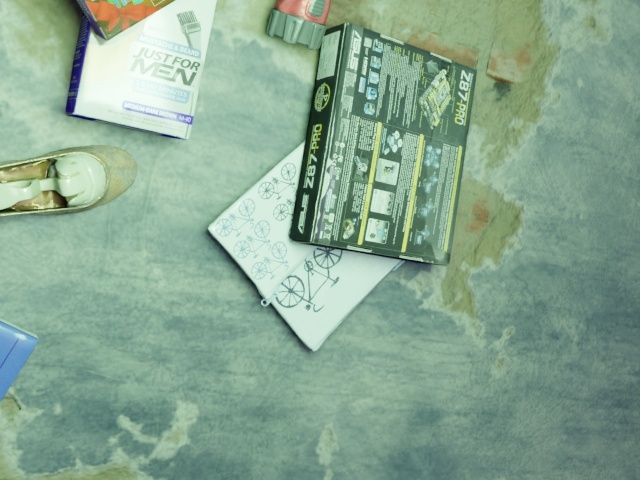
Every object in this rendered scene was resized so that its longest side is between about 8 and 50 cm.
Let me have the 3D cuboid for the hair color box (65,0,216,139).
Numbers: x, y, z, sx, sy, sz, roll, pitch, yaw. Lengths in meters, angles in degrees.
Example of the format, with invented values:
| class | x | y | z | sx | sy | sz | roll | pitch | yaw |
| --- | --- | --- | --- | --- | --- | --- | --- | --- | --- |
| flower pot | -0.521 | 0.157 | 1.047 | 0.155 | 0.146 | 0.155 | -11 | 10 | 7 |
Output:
| class | x | y | z | sx | sy | sz | roll | pitch | yaw |
| --- | --- | --- | --- | --- | --- | --- | --- | --- | --- |
| hair color box | -0.274 | -0.344 | 1.167 | 0.185 | 0.110 | 0.338 | 9 | 94 | -27 |

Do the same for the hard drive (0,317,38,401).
| class | x | y | z | sx | sy | sz | roll | pitch | yaw |
| --- | --- | --- | --- | --- | --- | --- | --- | --- | --- |
| hard drive | -0.631 | 0.170 | 1.120 | 0.319 | 0.040 | 0.210 | 33 | 84 | -28 |

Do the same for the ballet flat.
| class | x | y | z | sx | sy | sz | roll | pitch | yaw |
| --- | --- | --- | --- | --- | --- | --- | --- | --- | --- |
| ballet flat | -0.429 | -0.080 | 1.137 | 0.316 | 0.106 | 0.107 | -15 | 106 | -24 |

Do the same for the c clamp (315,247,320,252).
| class | x | y | z | sx | sy | sz | roll | pitch | yaw |
| --- | --- | --- | --- | --- | --- | --- | --- | --- | --- |
| c clamp | 0.022 | 0.047 | 1.444 | 0.137 | 0.022 | 0.160 | -36 | 112 | -22 |

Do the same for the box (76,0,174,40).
| class | x | y | z | sx | sy | sz | roll | pitch | yaw |
| --- | --- | --- | --- | --- | --- | --- | --- | --- | --- |
| box | -0.236 | -0.446 | 1.043 | 0.293 | 0.057 | 0.200 | -37 | 130 | -15 |

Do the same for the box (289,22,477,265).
| class | x | y | z | sx | sy | sz | roll | pitch | yaw |
| --- | --- | --- | --- | --- | --- | --- | --- | --- | --- |
| box | 0.126 | -0.166 | 1.378 | 0.319 | 0.097 | 0.394 | 9 | 88 | -29 |

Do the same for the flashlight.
| class | x | y | z | sx | sy | sz | roll | pitch | yaw |
| --- | --- | --- | --- | --- | --- | --- | --- | --- | --- |
| flashlight | -0.005 | -0.482 | 1.244 | 0.103 | 0.103 | 0.303 | 18 | 107 | 4 |

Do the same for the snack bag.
| class | x | y | z | sx | sy | sz | roll | pitch | yaw |
| --- | --- | --- | --- | --- | --- | --- | --- | --- | --- |
| snack bag | 0.000 | 0.000 | 1.392 | 0.323 | 0.037 | 0.342 | -44 | 114 | -20 |
